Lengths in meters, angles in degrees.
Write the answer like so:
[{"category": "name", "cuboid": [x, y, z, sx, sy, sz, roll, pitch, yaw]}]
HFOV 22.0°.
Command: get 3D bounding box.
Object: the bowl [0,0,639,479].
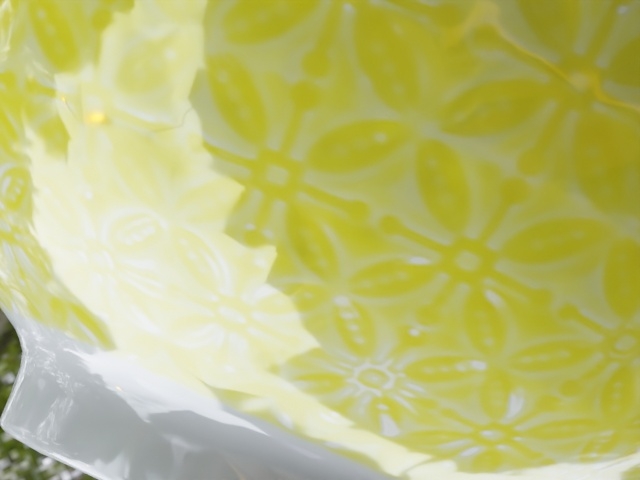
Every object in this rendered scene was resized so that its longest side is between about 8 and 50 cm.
[{"category": "bowl", "cuboid": [0.000, 0.000, 0.433, 0.289, 0.289, 0.156, 30, -100, -43]}]
